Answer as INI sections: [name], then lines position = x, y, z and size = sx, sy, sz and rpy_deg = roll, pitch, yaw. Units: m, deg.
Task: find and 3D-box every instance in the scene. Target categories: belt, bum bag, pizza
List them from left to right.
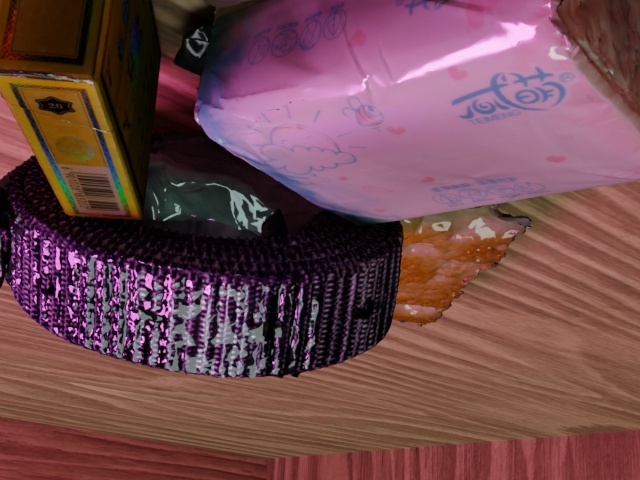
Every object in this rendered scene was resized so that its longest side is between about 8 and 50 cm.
[belt]
position = -0.095, 0.001, 0.830
size = 0.324, 0.122, 0.260
rpy_deg = 11, -155, 8
[bum bag]
position = -0.055, -0.129, 0.764
size = 0.057, 0.034, 0.124
rpy_deg = -22, 151, 32
[pizza]
position = -0.020, 0.008, 1.105
size = 0.391, 0.080, 0.435
rpy_deg = 5, 160, -7

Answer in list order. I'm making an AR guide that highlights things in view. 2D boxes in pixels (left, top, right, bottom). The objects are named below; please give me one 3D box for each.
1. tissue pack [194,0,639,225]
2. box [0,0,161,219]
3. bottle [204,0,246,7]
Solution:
[tissue pack]
position = 0.079, -0.102, 0.663
size = 0.271, 0.124, 0.201
rpy_deg = -9, 156, 39
[box]
position = -0.146, -0.115, 0.654
size = 0.064, 0.141, 0.220
rpy_deg = 5, 162, -3
[bottle]
position = -0.014, -0.176, 0.593
size = 0.140, 0.053, 0.053
rpy_deg = -9, 158, 33
